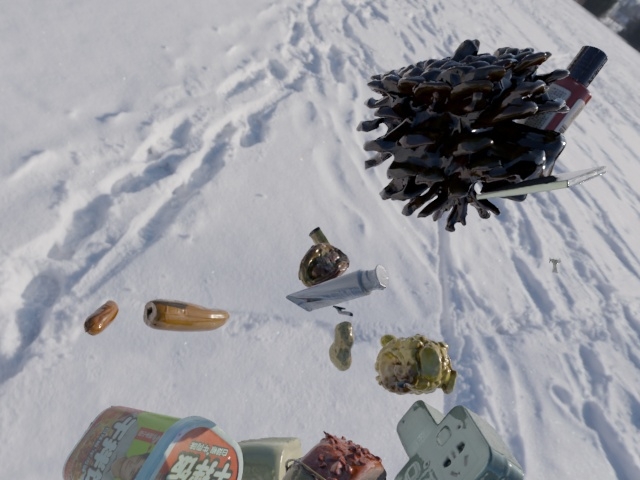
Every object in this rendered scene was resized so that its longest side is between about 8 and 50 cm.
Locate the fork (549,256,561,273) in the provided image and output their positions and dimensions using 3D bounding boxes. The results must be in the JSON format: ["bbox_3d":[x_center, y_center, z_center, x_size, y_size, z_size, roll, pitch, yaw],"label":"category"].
[{"bbox_3d":[0.766,0.082,1.425,0.219,0.033,0.029,24,72,-57],"label":"fork"}]

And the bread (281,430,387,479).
[{"bbox_3d":[0.012,0.412,0.654,0.142,0.225,0.211,21,34,37],"label":"bread"}]

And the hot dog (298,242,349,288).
[{"bbox_3d":[0.017,0.097,1.755,0.175,0.114,0.259,31,32,9],"label":"hot dog"}]

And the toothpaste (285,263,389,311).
[{"bbox_3d":[0.048,0.142,1.231,0.114,0.299,0.073,37,43,-40],"label":"toothpaste"}]

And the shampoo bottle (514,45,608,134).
[{"bbox_3d":[0.517,-0.292,0.971,0.104,0.278,0.104,30,17,-10],"label":"shampoo bottle"}]

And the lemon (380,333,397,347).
[{"bbox_3d":[0.347,0.510,2.170,0.082,0.082,0.110,-11,24,-44],"label":"lemon"}]

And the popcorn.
[{"bbox_3d":[0.216,0.279,0.991,0.163,0.194,0.141,1,66,-12],"label":"popcorn"}]

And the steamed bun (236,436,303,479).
[{"bbox_3d":[-0.204,0.804,1.448,0.273,0.290,0.273,46,32,-64],"label":"steamed bun"}]

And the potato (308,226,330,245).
[{"bbox_3d":[0.000,0.000,2.095,0.103,0.066,0.096,54,-3,20],"label":"potato"}]

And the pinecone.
[{"bbox_3d":[0.259,-0.201,0.862,0.397,0.398,0.398,21,39,-18],"label":"pinecone"}]

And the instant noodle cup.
[{"bbox_3d":[-0.383,0.514,0.976,0.293,0.307,0.294,1,89,-56],"label":"instant noodle cup"}]

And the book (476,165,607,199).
[{"bbox_3d":[0.330,-0.085,0.649,0.181,0.127,0.014,-16,97,-43],"label":"book"}]

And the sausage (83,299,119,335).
[{"bbox_3d":[-0.651,0.230,1.314,0.054,0.062,0.183,-11,15,5],"label":"sausage"}]

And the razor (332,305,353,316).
[{"bbox_3d":[0.109,0.325,1.968,0.066,0.190,0.033,15,85,-14],"label":"razor"}]

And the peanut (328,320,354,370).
[{"bbox_3d":[0.103,0.521,2.158,0.123,0.257,0.123,3,11,-1],"label":"peanut"}]

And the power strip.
[{"bbox_3d":[0.249,0.437,0.838,0.141,0.230,0.261,36,7,-9],"label":"power strip"}]

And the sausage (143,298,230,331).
[{"bbox_3d":[-0.488,0.291,1.659,0.353,0.134,0.116,18,64,-47],"label":"sausage"}]
